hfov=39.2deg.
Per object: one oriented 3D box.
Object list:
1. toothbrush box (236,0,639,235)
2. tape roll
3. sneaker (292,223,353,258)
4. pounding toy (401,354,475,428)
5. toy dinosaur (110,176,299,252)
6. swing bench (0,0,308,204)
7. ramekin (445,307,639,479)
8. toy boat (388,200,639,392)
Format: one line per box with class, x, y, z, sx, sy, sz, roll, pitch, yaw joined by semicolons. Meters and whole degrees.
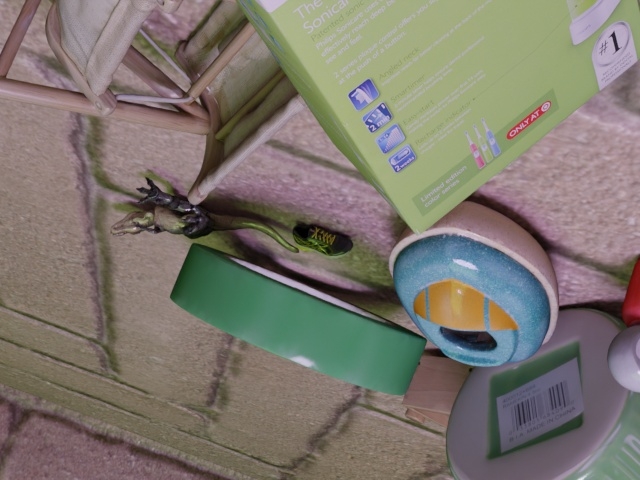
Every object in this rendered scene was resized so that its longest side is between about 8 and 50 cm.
toothbrush box;0.061;-0.168;0.540;0.122;0.206;0.283;52;-179;39
tape roll;-0.027;0.097;1.132;0.321;0.077;0.321;23;178;1
sneaker;0.000;0.000;1.125;0.083;0.031;0.035;7;150;25
pounding toy;0.213;0.242;1.375;0.181;0.094;0.206;32;161;-31
toy dinosaur;-0.167;-0.028;1.158;0.268;0.064;0.118;8;167;21
swing bench;-0.137;-0.181;0.745;0.254;0.165;0.253;25;153;-22
ramekin;0.294;0.226;1.063;0.148;0.303;0.303;42;147;-24
toy boat;0.224;0.073;0.977;0.318;0.148;0.267;6;150;27
